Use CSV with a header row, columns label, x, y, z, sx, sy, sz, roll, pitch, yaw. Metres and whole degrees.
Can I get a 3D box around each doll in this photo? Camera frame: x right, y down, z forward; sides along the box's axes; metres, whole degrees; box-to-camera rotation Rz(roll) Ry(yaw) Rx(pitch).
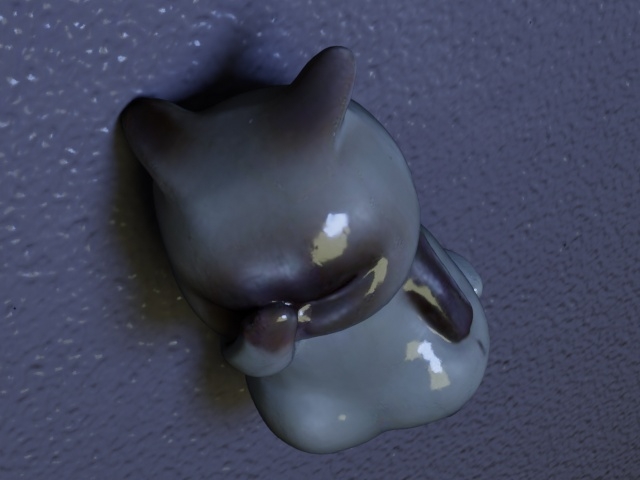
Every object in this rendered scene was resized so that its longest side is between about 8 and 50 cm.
label,x,y,z,sx,sy,sz,roll,pitch,yaw
doll,0.005,0.031,1.095,0.214,0.226,0.370,-10,148,21
